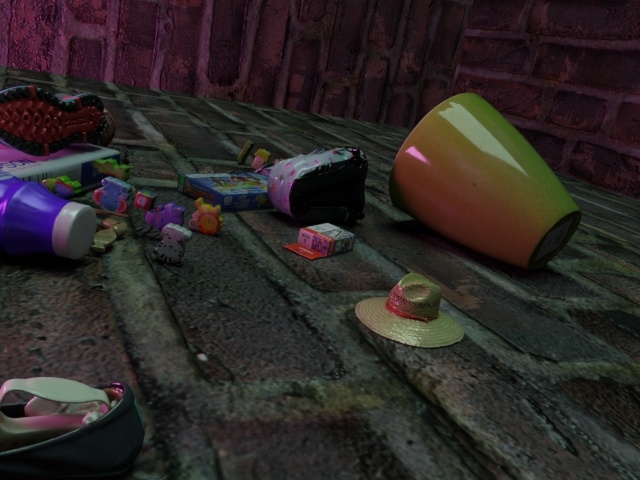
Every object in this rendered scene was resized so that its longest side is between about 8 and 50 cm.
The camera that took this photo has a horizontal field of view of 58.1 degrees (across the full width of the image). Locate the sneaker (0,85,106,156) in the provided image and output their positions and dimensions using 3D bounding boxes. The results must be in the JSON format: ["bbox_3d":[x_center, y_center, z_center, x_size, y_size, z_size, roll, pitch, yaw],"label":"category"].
[{"bbox_3d":[-0.462,-0.186,0.925,0.125,0.104,0.262,-1,9,13],"label":"sneaker"}]

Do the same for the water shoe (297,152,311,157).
[{"bbox_3d":[0.008,-0.111,1.224,0.203,0.080,0.072,30,-4,-43],"label":"water shoe"}]

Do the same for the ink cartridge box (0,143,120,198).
[{"bbox_3d":[-0.554,-0.135,0.934,0.329,0.072,0.324,15,18,5],"label":"ink cartridge box"}]

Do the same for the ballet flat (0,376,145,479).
[{"bbox_3d":[-0.214,0.120,0.364,0.203,0.074,0.074,2,20,-27],"label":"ballet flat"}]

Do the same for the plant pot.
[{"bbox_3d":[0.328,-0.088,1.092,0.274,0.275,0.293,-6,40,-44],"label":"plant pot"}]

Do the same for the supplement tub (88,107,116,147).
[{"bbox_3d":[-0.494,-0.235,1.215,0.105,0.106,0.198,8,18,-11],"label":"supplement tub"}]

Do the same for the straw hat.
[{"bbox_3d":[0.120,0.075,0.730,0.144,0.061,0.144,11,18,-4],"label":"straw hat"}]

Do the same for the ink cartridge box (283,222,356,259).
[{"bbox_3d":[0.000,0.000,0.934,0.062,0.029,0.115,24,21,32],"label":"ink cartridge box"}]

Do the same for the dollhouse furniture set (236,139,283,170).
[{"bbox_3d":[-0.129,-0.186,1.433,0.151,0.059,0.076,32,11,0],"label":"dollhouse furniture set"}]

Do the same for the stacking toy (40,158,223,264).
[{"bbox_3d":[-0.260,-0.048,0.825,0.221,0.052,0.167,24,17,-2],"label":"stacking toy"}]

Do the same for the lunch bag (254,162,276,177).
[{"bbox_3d":[-0.105,-0.144,1.275,0.083,0.053,0.071,7,15,16],"label":"lunch bag"}]

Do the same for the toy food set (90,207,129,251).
[{"bbox_3d":[-0.310,-0.011,0.789,0.077,0.019,0.122,11,22,-2],"label":"toy food set"}]

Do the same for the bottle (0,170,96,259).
[{"bbox_3d":[-0.415,-0.041,0.688,0.282,0.092,0.118,13,17,4],"label":"bottle"}]

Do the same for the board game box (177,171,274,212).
[{"bbox_3d":[-0.157,-0.099,1.127,0.136,0.035,0.201,26,22,37],"label":"board game box"}]

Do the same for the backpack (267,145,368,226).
[{"bbox_3d":[-0.006,-0.097,1.078,0.181,0.152,0.115,-17,25,-33],"label":"backpack"}]
